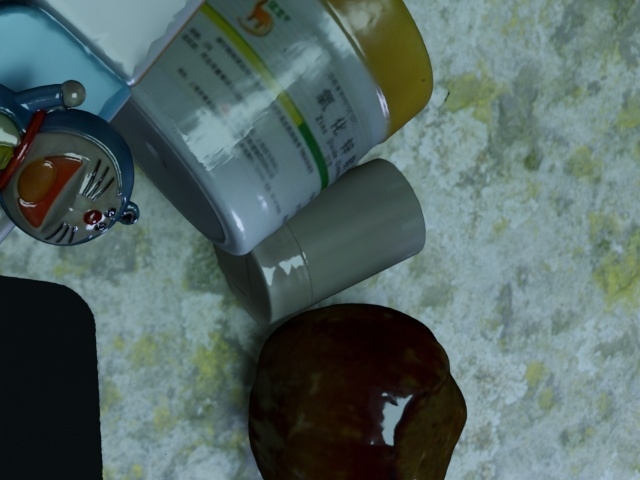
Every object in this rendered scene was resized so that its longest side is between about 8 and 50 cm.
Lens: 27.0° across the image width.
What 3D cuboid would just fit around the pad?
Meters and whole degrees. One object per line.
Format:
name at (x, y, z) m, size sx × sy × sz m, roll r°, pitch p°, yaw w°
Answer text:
pad at (-0.281, 0.205, 1.149) m, size 0.314 × 0.063 × 0.376 m, roll 10°, pitch 55°, yaw -26°

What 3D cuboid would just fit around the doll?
doll at (-0.178, -0.051, 0.829) m, size 0.152 × 0.085 × 0.114 m, roll 33°, pitch 108°, yaw -19°

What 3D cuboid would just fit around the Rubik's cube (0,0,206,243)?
Rubik's cube at (-0.340, -0.189, 0.961) m, size 0.346 × 0.347 × 0.344 m, roll 42°, pitch 80°, yaw -28°

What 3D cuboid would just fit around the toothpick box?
toothpick box at (0.000, 0.000, 1.302) m, size 0.180 × 0.111 × 0.111 m, roll -24°, pitch 110°, yaw -21°

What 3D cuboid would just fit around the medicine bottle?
medicine bottle at (-0.059, -0.143, 1.170) m, size 0.232 × 0.238 × 0.238 m, roll -41°, pitch 115°, yaw -12°

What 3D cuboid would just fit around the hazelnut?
hazelnut at (0.035, 0.170, 1.317) m, size 0.218 × 0.218 × 0.234 m, roll -3°, pitch 108°, yaw -26°
